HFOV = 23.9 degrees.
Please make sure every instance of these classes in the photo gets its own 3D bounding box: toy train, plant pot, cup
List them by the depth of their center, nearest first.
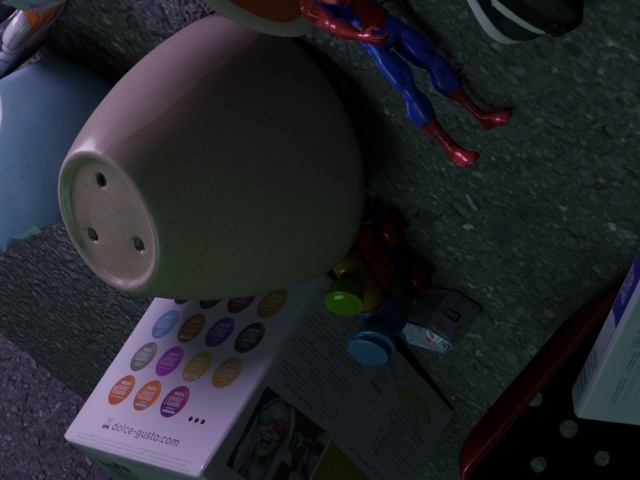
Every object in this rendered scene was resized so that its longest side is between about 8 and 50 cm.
[{"bbox_3d":[0.309,0.228,1.694,0.267,0.267,0.236,41,176,-8],"label":"plant pot"},{"bbox_3d":[-0.152,-0.064,1.699,0.331,0.237,0.331,25,129,36],"label":"cup"},{"bbox_3d":[0.037,0.026,1.815,0.105,0.143,0.248,-9,133,28],"label":"toy train"},{"bbox_3d":[-0.359,-0.129,1.996,0.195,0.290,0.290,62,151,-7],"label":"plant pot"}]

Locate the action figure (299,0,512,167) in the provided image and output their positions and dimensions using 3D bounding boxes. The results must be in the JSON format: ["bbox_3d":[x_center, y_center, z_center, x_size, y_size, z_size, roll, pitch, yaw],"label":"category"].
[{"bbox_3d":[0.083,-0.198,1.461,0.280,0.091,0.139,43,162,-12],"label":"action figure"}]

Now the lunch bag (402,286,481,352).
[{"bbox_3d":[0.152,0.099,1.902,0.083,0.071,0.053,17,144,43],"label":"lunch bag"}]

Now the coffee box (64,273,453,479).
[{"bbox_3d":[-0.084,0.259,2.156,0.338,0.334,0.338,5,146,49],"label":"coffee box"}]

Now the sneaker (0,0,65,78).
[{"bbox_3d":[-0.448,-0.310,1.978,0.180,0.124,0.321,48,147,-5],"label":"sneaker"}]

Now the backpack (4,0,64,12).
[{"bbox_3d":[-0.275,-0.325,1.613,0.152,0.182,0.115,42,155,-11],"label":"backpack"}]

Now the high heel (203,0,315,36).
[{"bbox_3d":[-0.144,-0.358,1.525,0.377,0.127,0.181,47,-177,-28],"label":"high heel"}]

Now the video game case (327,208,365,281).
[{"bbox_3d":[0.000,0.000,1.994,0.212,0.023,0.193,17,148,37],"label":"video game case"}]

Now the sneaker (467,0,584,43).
[{"bbox_3d":[0.151,-0.261,1.287,0.217,0.079,0.121,42,153,-28],"label":"sneaker"}]

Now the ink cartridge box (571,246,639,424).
[{"bbox_3d":[0.388,0.105,1.493,0.224,0.045,0.223,9,133,-8],"label":"ink cartridge box"}]
